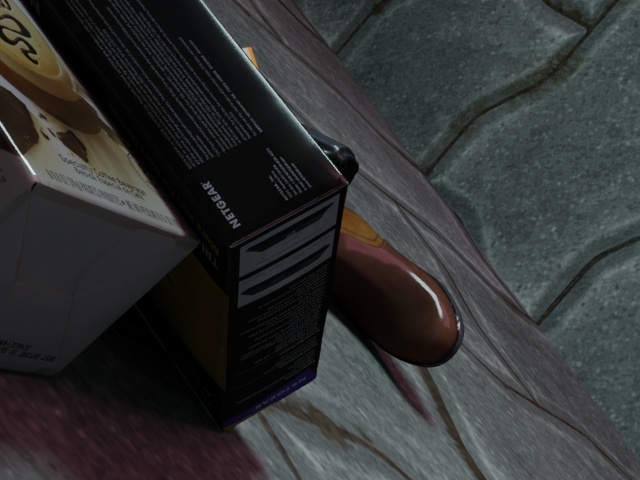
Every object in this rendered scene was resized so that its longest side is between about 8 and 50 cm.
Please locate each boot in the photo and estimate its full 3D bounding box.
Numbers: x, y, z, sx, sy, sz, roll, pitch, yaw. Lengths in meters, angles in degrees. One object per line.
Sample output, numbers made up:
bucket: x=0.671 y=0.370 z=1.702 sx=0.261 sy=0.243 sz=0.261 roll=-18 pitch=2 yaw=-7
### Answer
boot: x=0.000 y=0.000 z=1.400 sx=0.264 sy=0.096 sz=0.280 roll=55 pitch=13 yaw=32

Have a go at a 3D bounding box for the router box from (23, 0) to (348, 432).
router box: x=-0.109 y=-0.063 z=0.907 sx=0.309 sy=0.081 sz=0.243 roll=52 pitch=-21 yaw=24

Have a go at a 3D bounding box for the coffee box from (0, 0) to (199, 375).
coffee box: x=-0.216 y=-0.085 z=0.747 sx=0.297 sy=0.119 sz=0.168 roll=52 pitch=10 yaw=20

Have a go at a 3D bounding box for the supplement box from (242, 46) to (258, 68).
supplement box: x=-0.110 y=-0.160 z=1.507 sx=0.098 sy=0.036 sz=0.062 roll=-17 pitch=88 yaw=-36

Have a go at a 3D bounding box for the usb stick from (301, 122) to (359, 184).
usb stick: x=-0.086 y=-0.125 z=1.399 sx=0.278 sy=0.045 sz=0.077 roll=29 pitch=4 yaw=20
